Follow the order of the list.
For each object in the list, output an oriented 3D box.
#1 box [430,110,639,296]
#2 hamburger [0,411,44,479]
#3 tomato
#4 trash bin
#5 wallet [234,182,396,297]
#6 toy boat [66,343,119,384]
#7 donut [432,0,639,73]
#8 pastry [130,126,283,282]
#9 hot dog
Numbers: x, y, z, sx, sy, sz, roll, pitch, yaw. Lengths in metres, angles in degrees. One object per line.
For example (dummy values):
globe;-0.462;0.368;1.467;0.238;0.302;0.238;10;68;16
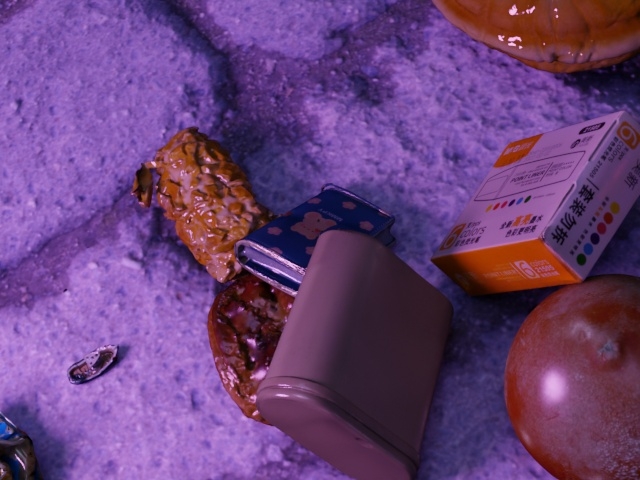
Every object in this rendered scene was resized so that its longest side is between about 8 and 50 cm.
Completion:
box;0.282;-0.040;1.784;0.091;0.274;0.221;42;67;-15
hamburger;-0.475;0.347;1.802;0.260;0.150;0.276;-34;58;-5
tomato;0.351;0.164;1.662;0.270;0.222;0.270;-8;58;13
trash bin;0.050;0.145;1.747;0.121;0.243;0.247;-14;48;44
wallet;0.000;-0.001;1.890;0.141;0.059;0.202;29;38;25
toy boat;-0.312;0.168;1.934;0.083;0.038;0.038;-34;58;-6
donut;0.367;-0.438;2.031;0.449;0.198;0.449;-8;57;12
pastry;-0.167;-0.054;1.990;0.154;0.102;0.250;-36;60;-12
hot dog;-0.066;0.132;1.859;0.160;0.099;0.227;-21;54;-5
